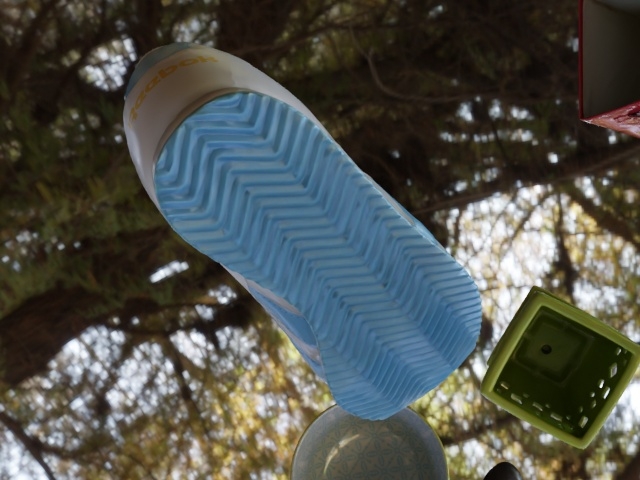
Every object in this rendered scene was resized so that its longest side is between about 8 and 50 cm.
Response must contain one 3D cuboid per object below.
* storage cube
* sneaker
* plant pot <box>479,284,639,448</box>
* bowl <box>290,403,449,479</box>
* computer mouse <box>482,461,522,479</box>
[{"bbox_3d":[0.479,-0.250,1.181,0.184,0.193,0.214,-11,-108,56],"label":"storage cube"},{"bbox_3d":[0.000,0.000,0.405,0.087,0.228,0.092,-38,-139,0],"label":"sneaker"},{"bbox_3d":[0.453,0.227,1.713,0.228,0.227,0.207,29,-169,3],"label":"plant pot"},{"bbox_3d":[0.095,0.440,1.668,0.290,0.156,0.289,-1,-102,5],"label":"bowl"},{"bbox_3d":[0.290,0.482,1.437,0.071,0.041,0.242,12,-104,-18],"label":"computer mouse"}]
